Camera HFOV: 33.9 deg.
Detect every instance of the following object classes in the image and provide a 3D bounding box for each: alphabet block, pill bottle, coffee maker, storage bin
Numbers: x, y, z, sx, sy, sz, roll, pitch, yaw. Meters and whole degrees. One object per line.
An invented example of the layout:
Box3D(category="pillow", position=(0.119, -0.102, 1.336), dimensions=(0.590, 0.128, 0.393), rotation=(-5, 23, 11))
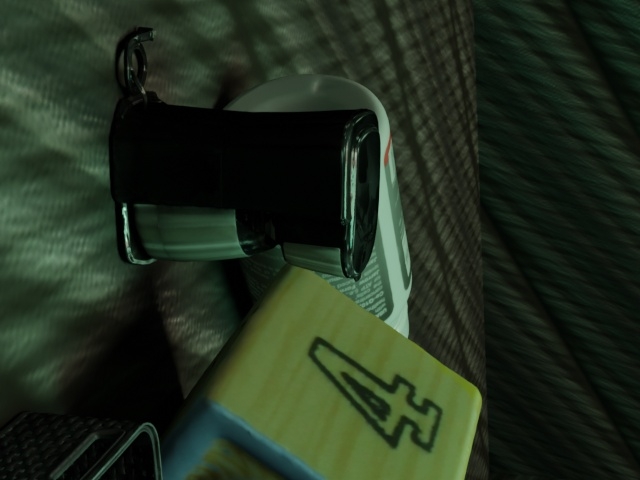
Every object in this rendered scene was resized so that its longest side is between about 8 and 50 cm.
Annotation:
Box3D(category="alphabet block", position=(-0.018, 0.170, 0.773), dimensions=(0.192, 0.193, 0.197), rotation=(-52, -176, 29))
Box3D(category="pill bottle", position=(0.000, 0.000, 0.990), dimensions=(0.283, 0.161, 0.161), rotation=(77, 22, -45))
Box3D(category="coffee maker", position=(-0.052, -0.058, 0.760), dimensions=(0.120, 0.178, 0.171), rotation=(-69, 156, -51))
Box3D(category="storage bin", position=(-0.151, 0.204, 0.620), dimensions=(0.122, 0.084, 0.180), rotation=(-48, 139, -67))
